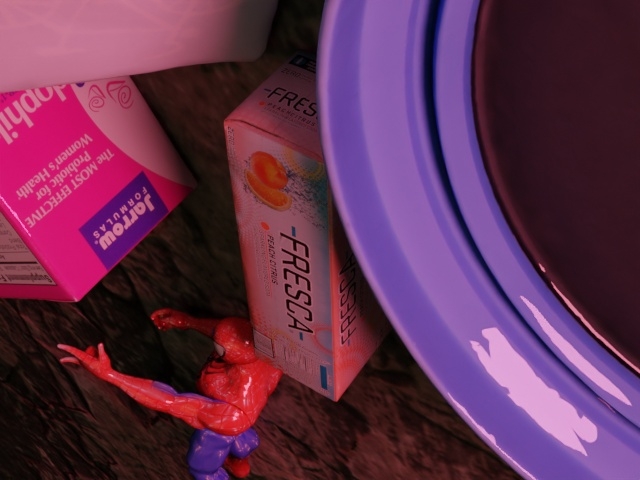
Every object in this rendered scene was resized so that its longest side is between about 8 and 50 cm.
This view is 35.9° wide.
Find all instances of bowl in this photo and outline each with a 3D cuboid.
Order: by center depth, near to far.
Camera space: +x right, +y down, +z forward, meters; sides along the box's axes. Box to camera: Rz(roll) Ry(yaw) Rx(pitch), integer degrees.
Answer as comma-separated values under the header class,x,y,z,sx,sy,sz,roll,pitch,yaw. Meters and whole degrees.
class,x,y,z,sx,sy,sz,roll,pitch,yaw
bowl,0.180,0.005,0.305,0.391,0.077,0.391,27,144,21

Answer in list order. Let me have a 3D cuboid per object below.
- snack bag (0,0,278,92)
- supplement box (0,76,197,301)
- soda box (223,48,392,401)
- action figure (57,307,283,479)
class,x,y,z,sx,sy,sz,roll,pitch,yaw
snack bag,-0.146,-0.126,0.297,0.342,0.323,0.037,112,146,-69
supplement box,-0.187,-0.082,0.547,0.114,0.111,0.220,0,130,45
soda box,0.000,0.000,0.495,0.058,0.063,0.183,26,145,22
action figure,-0.101,0.110,0.699,0.139,0.091,0.280,29,146,3
